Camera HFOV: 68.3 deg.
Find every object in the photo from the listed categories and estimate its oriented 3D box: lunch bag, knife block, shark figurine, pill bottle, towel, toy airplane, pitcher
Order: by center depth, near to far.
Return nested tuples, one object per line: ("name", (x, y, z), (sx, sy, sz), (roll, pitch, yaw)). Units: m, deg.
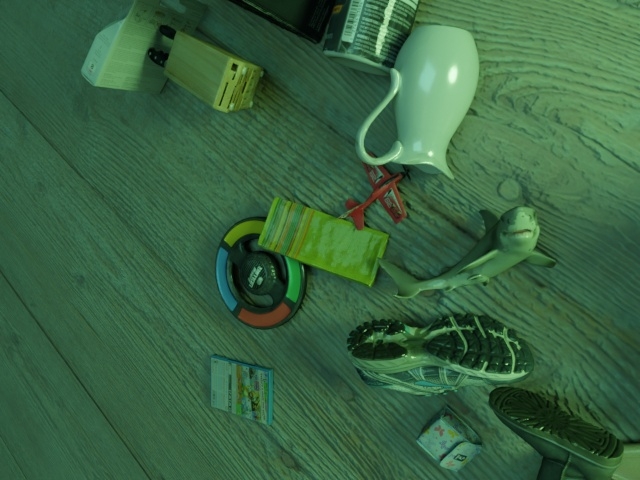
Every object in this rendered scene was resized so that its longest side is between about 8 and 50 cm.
("pitcher", (0.142, -0.206, 0.701), (0.125, 0.177, 0.208), (30, 115, 59))
("shark figurine", (0.231, 0.011, 0.728), (0.278, 0.166, 0.116), (-37, 49, 46))
("pill bottle", (0.096, -0.396, 0.735), (0.130, 0.130, 0.246), (23, 105, 27))
("lunch bag", (0.213, 0.330, 0.774), (0.083, 0.053, 0.071), (42, 115, 11))
("toy airplane", (0.094, -0.075, 0.817), (0.151, 0.028, 0.152), (-11, 71, 33))
("towel", (0.000, 0.000, 0.864), (0.237, 0.021, 0.102), (19, 94, 20))
("knife block", (-0.239, -0.332, 0.884), (0.241, 0.276, 0.088), (22, 108, -3))

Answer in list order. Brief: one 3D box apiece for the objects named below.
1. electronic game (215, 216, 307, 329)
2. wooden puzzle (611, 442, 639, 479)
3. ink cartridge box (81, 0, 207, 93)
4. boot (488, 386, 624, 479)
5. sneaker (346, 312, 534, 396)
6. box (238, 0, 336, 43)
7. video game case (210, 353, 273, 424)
("electronic game", (-0.125, 0.066, 0.955), (0.229, 0.048, 0.230), (3, 95, 30))
("wooden puzzle", (0.511, 0.419, 0.586), (0.347, 0.080, 0.323), (-21, 83, 30))
("ink cartridge box", (-0.360, -0.416, 0.972), (0.066, 0.189, 0.232), (41, 114, 11))
("boot", (0.313, 0.333, 0.661), (0.189, 0.075, 0.209), (26, 127, 47))
("sneaker", (0.189, 0.194, 0.763), (0.282, 0.110, 0.122), (0, 129, 18))
("box", (-0.147, -0.500, 0.776), (0.296, 0.294, 0.183), (35, 111, 23))
("video game case", (-0.174, 0.321, 1.026), (0.166, 0.015, 0.119), (5, 96, 31))
